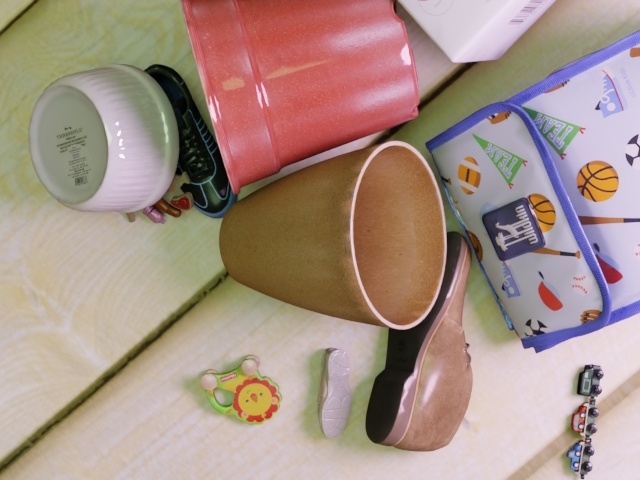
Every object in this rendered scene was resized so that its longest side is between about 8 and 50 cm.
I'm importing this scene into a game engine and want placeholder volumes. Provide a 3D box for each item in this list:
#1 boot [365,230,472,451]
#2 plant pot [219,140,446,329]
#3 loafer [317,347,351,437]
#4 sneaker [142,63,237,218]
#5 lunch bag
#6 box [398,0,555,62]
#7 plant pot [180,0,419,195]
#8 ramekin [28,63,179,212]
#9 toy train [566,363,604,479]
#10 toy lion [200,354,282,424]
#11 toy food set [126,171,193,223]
[{"bbox_3d":[0.160,0.141,1.559,0.115,0.112,0.305,19,86,-25],"label":"boot"},{"bbox_3d":[0.000,0.000,1.496,0.254,0.237,0.237,-4,89,34],"label":"plant pot"},{"bbox_3d":[0.017,0.212,1.592,0.045,0.039,0.125,3,94,-27],"label":"loafer"},{"bbox_3d":[-0.190,-0.137,1.584,0.081,0.090,0.232,-27,87,5],"label":"sneaker"},{"bbox_3d":[0.364,-0.069,1.461,0.385,0.239,0.328,-25,88,21],"label":"lunch bag"},{"bbox_3d":[0.159,-0.422,1.426,0.215,0.168,0.345,-44,78,28],"label":"box"},{"bbox_3d":[-0.022,-0.223,1.494,0.265,0.272,0.272,-15,88,-2],"label":"plant pot"},{"bbox_3d":[-0.302,-0.135,1.541,0.207,0.109,0.207,8,104,36],"label":"ramekin"},{"bbox_3d":[0.361,0.247,1.555,0.036,0.027,0.158,7,90,10],"label":"toy train"},{"bbox_3d":[-0.109,0.217,1.606,0.100,0.034,0.096,-20,95,6],"label":"toy lion"},{"bbox_3d":[-0.225,-0.059,1.605,0.122,0.019,0.078,-5,116,27],"label":"toy food set"}]
